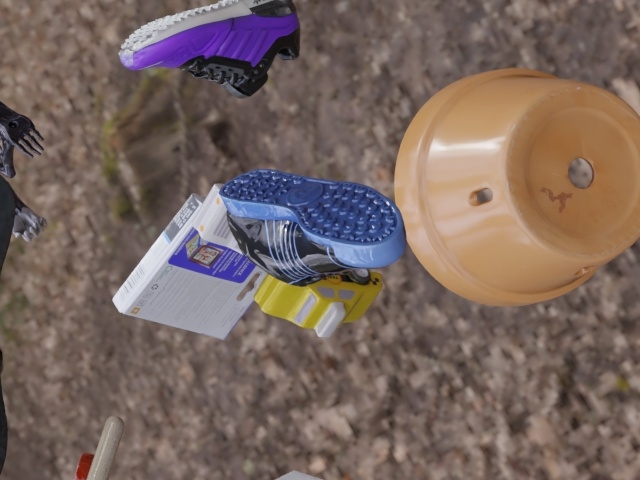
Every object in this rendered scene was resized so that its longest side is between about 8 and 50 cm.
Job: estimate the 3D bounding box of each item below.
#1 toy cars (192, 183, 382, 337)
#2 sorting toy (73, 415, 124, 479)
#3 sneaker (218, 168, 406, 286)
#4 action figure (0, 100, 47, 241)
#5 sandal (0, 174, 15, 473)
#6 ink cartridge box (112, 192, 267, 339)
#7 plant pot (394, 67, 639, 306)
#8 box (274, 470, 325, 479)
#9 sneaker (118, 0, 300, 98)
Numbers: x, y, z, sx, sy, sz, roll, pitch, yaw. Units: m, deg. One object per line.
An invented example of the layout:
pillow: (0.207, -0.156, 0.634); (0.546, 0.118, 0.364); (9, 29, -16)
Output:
toy cars: (-0.031, 0.039, 2.012); (0.393, 0.176, 0.087); (55, -169, -51)
sorting toy: (-0.305, 0.386, 1.725); (0.229, 0.041, 0.307); (112, 174, -51)
sneaker: (0.000, 0.000, 1.283); (0.232, 0.081, 0.090); (21, 137, 50)
action figure: (-0.431, -0.048, 1.768); (0.141, 0.164, 0.275); (59, 146, 14)
sandal: (-0.393, 0.079, 1.457); (0.107, 0.168, 0.445); (119, 152, -49)
ink cartridge box: (-0.163, 0.042, 2.085); (0.208, 0.206, 0.045); (21, -156, -46)
plant pot: (0.258, -0.069, 1.673); (0.291, 0.291, 0.203); (64, 161, -6)
box: (-0.013, 0.401, 1.853); (0.130, 0.091, 0.170); (5, 112, 54)
sneaker: (-0.144, -0.269, 2.083); (0.102, 0.293, 0.146); (7, 116, 58)
